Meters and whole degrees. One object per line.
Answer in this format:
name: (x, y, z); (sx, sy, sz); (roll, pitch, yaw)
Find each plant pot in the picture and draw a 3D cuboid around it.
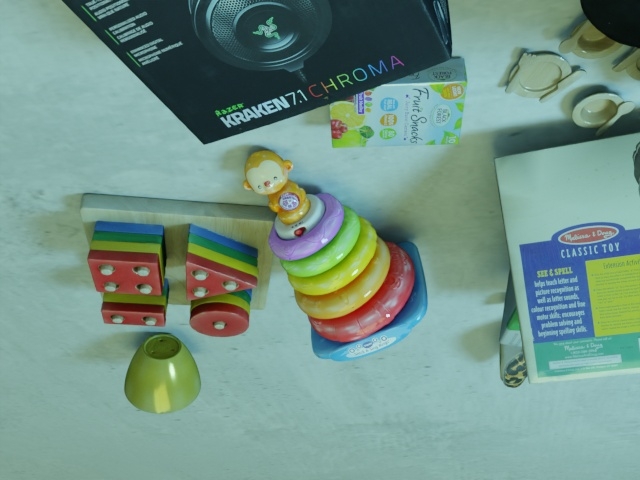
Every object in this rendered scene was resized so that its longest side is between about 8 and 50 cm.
plant pot: (-0.276, 0.220, 1.338); (0.134, 0.134, 0.095); (3, 125, -5)

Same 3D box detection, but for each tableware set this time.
tableware set: (0.286, -0.173, 0.786); (0.169, 0.020, 0.141); (15, 145, -22)

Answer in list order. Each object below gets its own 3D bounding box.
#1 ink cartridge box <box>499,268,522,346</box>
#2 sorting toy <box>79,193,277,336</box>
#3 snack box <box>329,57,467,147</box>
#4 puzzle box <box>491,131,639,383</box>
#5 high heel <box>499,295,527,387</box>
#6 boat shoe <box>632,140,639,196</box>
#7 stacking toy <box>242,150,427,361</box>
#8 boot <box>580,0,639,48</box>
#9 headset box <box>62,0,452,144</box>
ink cartridge box: (0.399, 0.086, 1.013); (0.289, 0.121, 0.211); (9, 162, 10)
sorting toy: (-0.198, 0.052, 1.086); (0.256, 0.089, 0.257); (4, 147, -6)
snack box: (0.080, -0.144, 0.818); (0.141, 0.037, 0.100); (-2, 149, 3)
puzzle box: (0.415, 0.003, 0.854); (0.409, 0.272, 0.052); (-8, -173, 12)
high heel: (0.394, 0.181, 1.272); (0.186, 0.093, 0.261); (2, 139, 10)
boat shoe: (0.405, -0.100, 0.631); (0.324, 0.096, 0.116); (-14, 147, -1)
stacking toy: (0.000, 0.000, 0.976); (0.175, 0.165, 0.302); (-24, 126, 19)
boot: (0.359, -0.198, 0.605); (0.247, 0.094, 0.207); (6, -174, -11)
headset box: (-0.063, -0.236, 0.587); (0.246, 0.131, 0.283); (-15, 144, 22)
